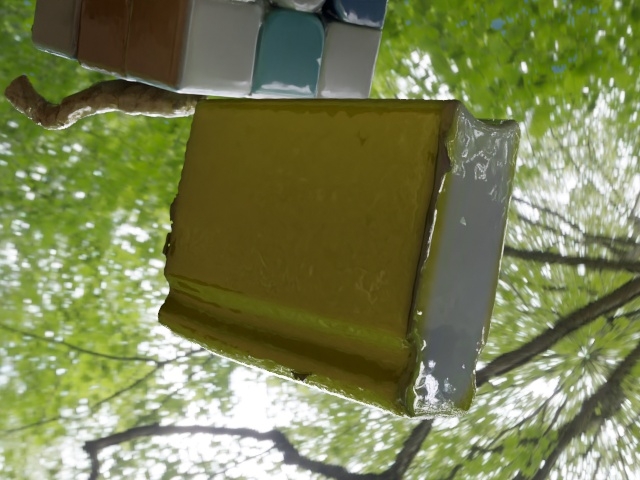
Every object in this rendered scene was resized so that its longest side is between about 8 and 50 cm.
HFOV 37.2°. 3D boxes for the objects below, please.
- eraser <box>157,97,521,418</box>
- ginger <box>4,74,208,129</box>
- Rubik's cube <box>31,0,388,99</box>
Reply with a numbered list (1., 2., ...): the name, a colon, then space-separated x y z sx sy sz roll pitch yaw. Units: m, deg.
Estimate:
1. eraser: 0.000 0.000 0.540 0.226 0.069 0.157 9 -92 47
2. ginger: -0.299 -0.197 1.326 0.288 0.089 0.075 1 -54 12
3. Rubik's cube: -0.132 -0.377 1.257 0.344 0.347 0.346 23 -71 40
